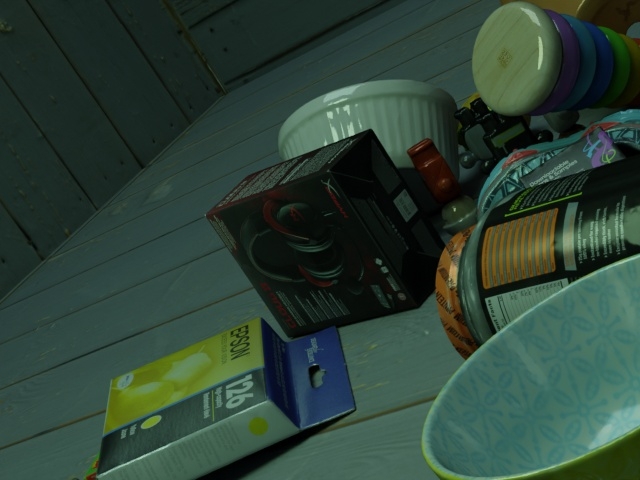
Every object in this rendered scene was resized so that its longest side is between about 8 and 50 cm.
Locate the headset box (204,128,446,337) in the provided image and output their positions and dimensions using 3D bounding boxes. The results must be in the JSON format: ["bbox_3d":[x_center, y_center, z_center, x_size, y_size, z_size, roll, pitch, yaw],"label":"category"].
[{"bbox_3d":[0.000,0.000,1.957,0.293,0.218,0.110,-16,22,47],"label":"headset box"}]

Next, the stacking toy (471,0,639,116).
[{"bbox_3d":[0.355,-0.217,1.878,0.330,0.141,0.141,2,-11,-37],"label":"stacking toy"}]

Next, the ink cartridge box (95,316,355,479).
[{"bbox_3d":[-0.121,0.191,1.814,0.307,0.072,0.303,-26,16,3],"label":"ink cartridge box"}]

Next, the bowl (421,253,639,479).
[{"bbox_3d":[0.237,0.144,1.096,0.289,0.156,0.289,-32,15,9],"label":"bowl"}]

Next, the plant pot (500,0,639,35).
[{"bbox_3d":[0.416,-0.323,2.053,0.291,0.291,0.203,-31,30,10],"label":"plant pot"}]

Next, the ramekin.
[{"bbox_3d":[0.078,-0.112,2.123,0.273,0.127,0.273,-8,-23,-4],"label":"ramekin"}]

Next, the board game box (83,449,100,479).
[{"bbox_3d":[-0.243,0.268,1.955,0.092,0.043,0.181,-29,15,19],"label":"board game box"}]

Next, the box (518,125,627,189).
[{"bbox_3d":[0.313,-0.049,1.673,0.116,0.029,0.162,-33,46,4],"label":"box"}]

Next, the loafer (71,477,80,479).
[{"bbox_3d":[-0.309,0.339,1.857,0.050,0.056,0.148,-38,5,-15],"label":"loafer"}]

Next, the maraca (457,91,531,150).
[{"bbox_3d":[0.263,-0.177,2.226,0.127,0.099,0.185,-24,-10,4],"label":"maraca"}]

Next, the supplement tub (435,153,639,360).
[{"bbox_3d":[0.268,0.028,1.337,0.316,0.193,0.193,-16,22,48],"label":"supplement tub"}]

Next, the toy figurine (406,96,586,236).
[{"bbox_3d":[0.249,-0.116,1.966,0.213,0.148,0.209,-25,10,43],"label":"toy figurine"}]

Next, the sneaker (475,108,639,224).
[{"bbox_3d":[0.302,-0.072,1.774,0.262,0.104,0.125,-30,17,17],"label":"sneaker"}]
